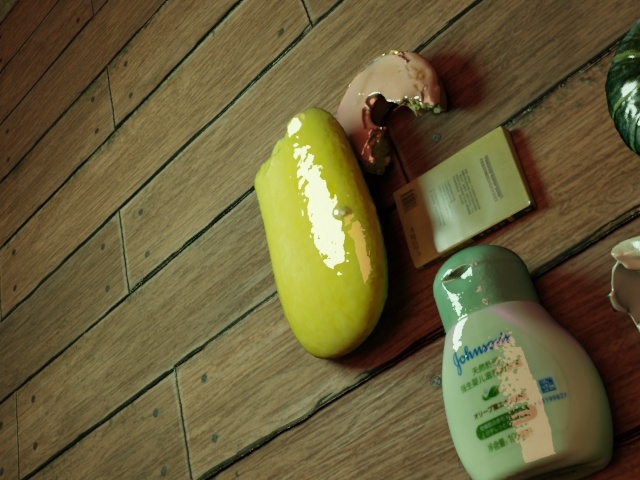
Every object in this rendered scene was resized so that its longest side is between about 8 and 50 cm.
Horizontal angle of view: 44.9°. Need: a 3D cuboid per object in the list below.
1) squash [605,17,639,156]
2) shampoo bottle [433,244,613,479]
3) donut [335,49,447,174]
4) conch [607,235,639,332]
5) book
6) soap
[{"bbox_3d":[0.500,-0.205,0.999,0.252,0.165,0.252,-17,65,41],"label":"squash"},{"bbox_3d":[0.262,0.166,1.088,0.222,0.151,0.350,-34,52,32],"label":"shampoo bottle"},{"bbox_3d":[0.125,-0.240,1.425,0.233,0.085,0.199,-43,50,23],"label":"donut"},{"bbox_3d":[0.491,0.063,0.912,0.148,0.183,0.275,-28,44,-20],"label":"conch"},{"bbox_3d":[0.234,-0.070,1.295,0.231,0.026,0.161,-32,55,31],"label":"book"},{"bbox_3d":[0.002,0.000,1.393,0.306,0.115,0.427,-38,58,44],"label":"soap"}]
